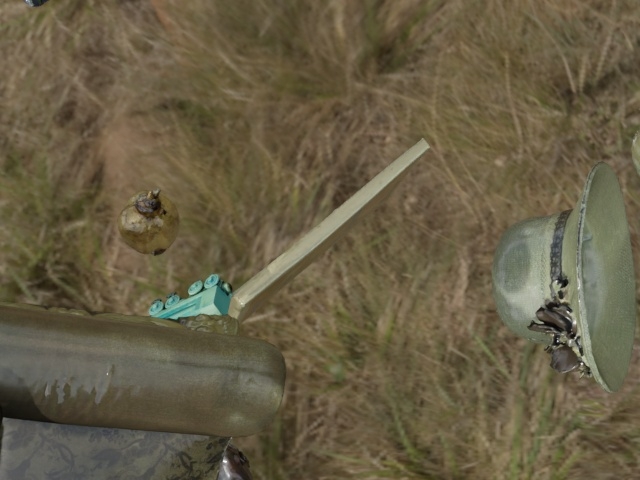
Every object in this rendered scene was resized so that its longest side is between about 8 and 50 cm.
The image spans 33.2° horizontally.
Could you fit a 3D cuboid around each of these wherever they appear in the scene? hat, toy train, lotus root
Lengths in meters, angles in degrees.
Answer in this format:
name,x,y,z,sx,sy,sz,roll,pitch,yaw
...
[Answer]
name,x,y,z,sx,sy,sz,roll,pitch,yaw
hat,0.263,0.044,1.203,0.130,0.257,0.257,-4,78,28
toy train,-0.114,0.062,0.924,0.092,0.029,0.045,-25,33,24
lotus root,-0.200,-0.023,1.252,0.072,0.152,0.063,-5,68,-11

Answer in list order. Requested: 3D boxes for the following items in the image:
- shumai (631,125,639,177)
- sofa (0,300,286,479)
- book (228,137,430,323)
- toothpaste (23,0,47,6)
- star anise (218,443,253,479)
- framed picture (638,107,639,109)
name,x,y,z,sx,sy,sz,roll,pitch,yaw
shumai,0.361,-0.064,0.865,0.201,0.201,0.120,34,79,28
sofa,-0.132,0.158,0.565,0.182,0.200,0.258,35,111,57
book,0.001,0.001,1.062,0.242,0.170,0.018,-40,85,-17
toothpaste,-0.260,-0.223,0.895,0.083,0.027,0.019,43,123,9
star anise,-0.104,0.353,1.317,0.223,0.109,0.235,-17,85,57
framed picture,0.585,-0.253,1.612,0.200,0.010,0.136,-57,45,13
